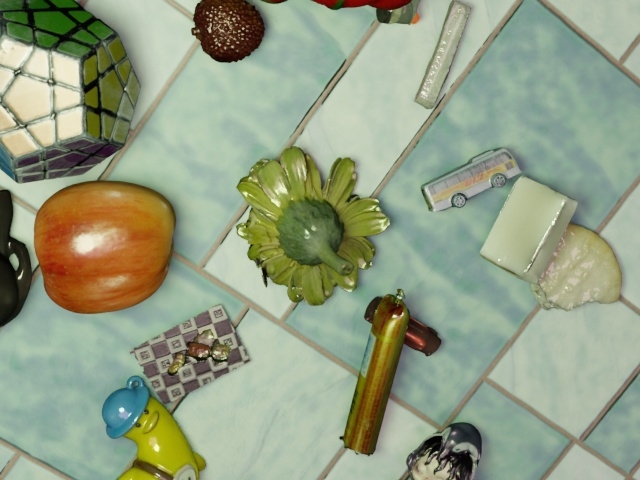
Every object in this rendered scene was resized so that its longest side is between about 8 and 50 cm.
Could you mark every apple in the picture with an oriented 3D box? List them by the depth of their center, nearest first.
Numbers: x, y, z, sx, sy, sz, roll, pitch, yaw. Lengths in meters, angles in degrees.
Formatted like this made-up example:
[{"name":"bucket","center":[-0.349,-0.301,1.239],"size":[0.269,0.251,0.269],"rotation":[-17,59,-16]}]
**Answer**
[{"name":"apple","center":[-0.374,0.011,1.561],"size":[0.241,0.242,0.242],"rotation":[-5,105,-9]}]

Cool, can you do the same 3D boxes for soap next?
[{"name":"soap","center":[0.404,-0.022,1.717],"size":[0.064,0.121,0.183],"rotation":[14,105,-50]}]

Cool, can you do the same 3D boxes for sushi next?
[{"name":"sushi","center":[-0.257,0.222,1.734],"size":[0.201,0.031,0.139],"rotation":[-26,106,-4]}]

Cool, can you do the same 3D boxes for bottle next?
[{"name":"bottle","center":[0.169,0.174,1.771],"size":[0.164,0.060,0.060],"rotation":[33,97,-15]}]

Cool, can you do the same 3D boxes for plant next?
[{"name":"plant","center":[-0.029,0.008,1.636],"size":[0.306,0.297,0.261],"rotation":[29,130,-29]}]

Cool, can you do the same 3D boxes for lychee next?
[{"name":"lychee","center":[-0.163,-0.374,1.555],"size":[0.129,0.123,0.123],"rotation":[-13,109,-40]}]

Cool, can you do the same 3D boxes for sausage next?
[{"name":"sausage","center":[0.112,0.255,1.736],"size":[0.082,0.082,0.372],"rotation":[8,114,-10]}]

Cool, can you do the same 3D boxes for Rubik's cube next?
[{"name":"Rubik's cube","center":[-0.461,-0.251,1.462],"size":[0.264,0.319,0.319],"rotation":[-45,107,-22]}]

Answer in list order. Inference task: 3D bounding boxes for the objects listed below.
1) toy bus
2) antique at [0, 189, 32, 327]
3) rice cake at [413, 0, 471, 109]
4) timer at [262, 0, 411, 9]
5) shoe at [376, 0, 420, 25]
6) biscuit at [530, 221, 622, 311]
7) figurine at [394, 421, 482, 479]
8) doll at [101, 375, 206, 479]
[{"name":"toy bus","center":[0.290,-0.116,1.713],"size":[0.190,0.064,0.075],"rotation":[-27,94,-1]},{"name":"antique","center":[-0.677,0.069,1.557],"size":[0.322,0.185,0.255],"rotation":[-13,104,-9]},{"name":"rice cake","center":[0.230,-0.348,1.658],"size":[0.047,0.036,0.207],"rotation":[19,101,0]},{"name":"timer","center":[0.006,-0.515,1.405],"size":[0.378,0.378,0.279],"rotation":[0,111,-8]},{"name":"shoe","center":[0.163,-0.484,1.600],"size":[0.077,0.074,0.194],"rotation":[10,105,-22]},{"name":"biscuit","center":[0.505,0.062,1.799],"size":[0.265,0.040,0.188],"rotation":[25,97,-13]},{"name":"figurine","center":[0.258,0.478,1.829],"size":[0.145,0.145,0.222],"rotation":[23,109,-13]},{"name":"doll","center":[-0.324,0.439,1.738],"size":[0.199,0.145,0.363],"rotation":[-19,99,-40]}]
